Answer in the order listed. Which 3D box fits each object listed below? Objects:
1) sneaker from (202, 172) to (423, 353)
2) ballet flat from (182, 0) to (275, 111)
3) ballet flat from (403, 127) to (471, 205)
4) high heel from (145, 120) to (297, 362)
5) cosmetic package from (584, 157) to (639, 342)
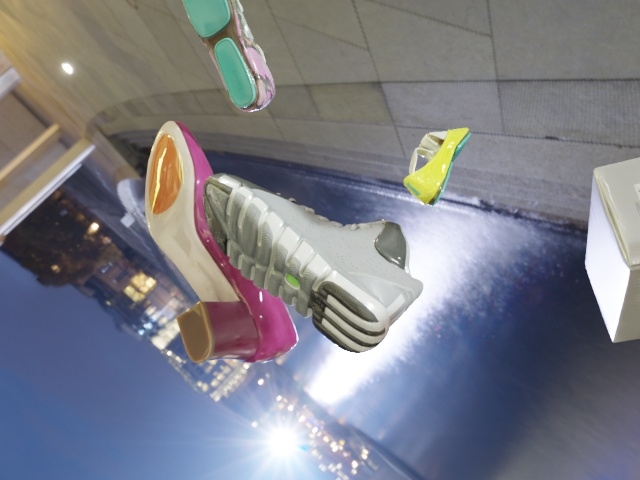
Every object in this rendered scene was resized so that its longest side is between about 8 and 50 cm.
[{"bbox_3d":[0.000,0.000,0.566,0.228,0.132,0.086,41,137,21],"label":"sneaker"},{"bbox_3d":[-0.125,-0.288,0.823,0.076,0.079,0.222,-18,103,32],"label":"ballet flat"},{"bbox_3d":[0.207,-0.151,1.058,0.077,0.231,0.077,31,138,3],"label":"ballet flat"},{"bbox_3d":[-0.149,0.001,0.892,0.181,0.127,0.378,6,-114,-50],"label":"high heel"},{"bbox_3d":[0.372,0.018,0.674,0.238,0.107,0.127,59,-158,-55],"label":"cosmetic package"}]
